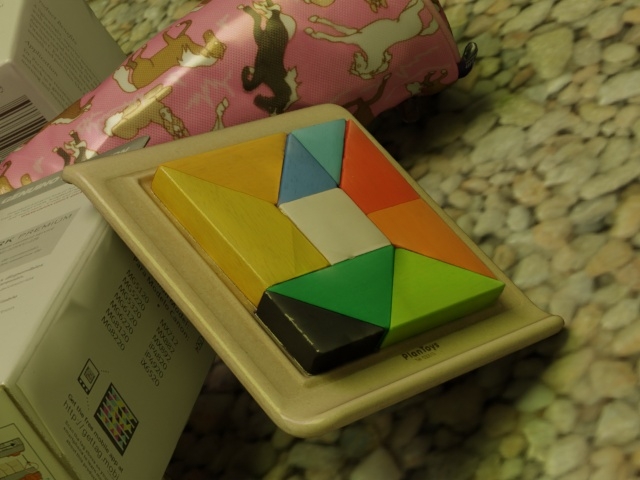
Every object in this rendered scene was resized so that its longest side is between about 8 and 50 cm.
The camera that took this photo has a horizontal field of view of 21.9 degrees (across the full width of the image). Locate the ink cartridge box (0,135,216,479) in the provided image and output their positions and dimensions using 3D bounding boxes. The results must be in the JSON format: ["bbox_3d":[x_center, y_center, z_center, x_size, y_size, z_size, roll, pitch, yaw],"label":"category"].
[{"bbox_3d":[-0.230,0.093,1.026,0.309,0.130,0.272,-19,26,25],"label":"ink cartridge box"}]

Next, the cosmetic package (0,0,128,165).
[{"bbox_3d":[-0.272,-0.125,1.431,0.151,0.151,0.183,-24,36,19],"label":"cosmetic package"}]

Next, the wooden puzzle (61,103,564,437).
[{"bbox_3d":[0.000,0.000,0.972,0.221,0.044,0.239,-18,52,-42],"label":"wooden puzzle"}]

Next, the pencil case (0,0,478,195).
[{"bbox_3d":[-0.081,-0.072,1.192,0.386,0.167,0.160,-37,14,1],"label":"pencil case"}]

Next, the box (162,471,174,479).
[{"bbox_3d":[-0.172,0.227,0.998,0.232,0.087,0.058,-37,35,-3],"label":"box"}]
